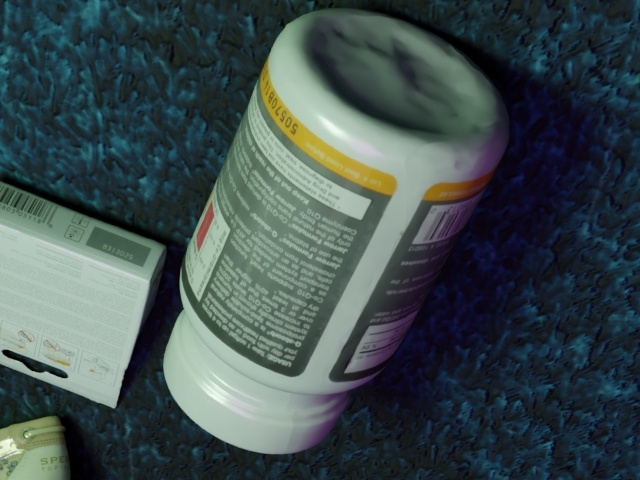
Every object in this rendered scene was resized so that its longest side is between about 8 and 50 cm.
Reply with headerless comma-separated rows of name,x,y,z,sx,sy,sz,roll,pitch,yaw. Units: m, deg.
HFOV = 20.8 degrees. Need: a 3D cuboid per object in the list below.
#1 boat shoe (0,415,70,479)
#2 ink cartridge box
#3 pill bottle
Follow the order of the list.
boat shoe,-0.332,0.197,1.412,0.285,0.104,0.089,-6,83,12
ink cartridge box,-0.200,0.043,1.313,0.145,0.045,0.179,21,143,0
pill bottle,0.000,0.000,1.147,0.162,0.162,0.278,25,125,-2
